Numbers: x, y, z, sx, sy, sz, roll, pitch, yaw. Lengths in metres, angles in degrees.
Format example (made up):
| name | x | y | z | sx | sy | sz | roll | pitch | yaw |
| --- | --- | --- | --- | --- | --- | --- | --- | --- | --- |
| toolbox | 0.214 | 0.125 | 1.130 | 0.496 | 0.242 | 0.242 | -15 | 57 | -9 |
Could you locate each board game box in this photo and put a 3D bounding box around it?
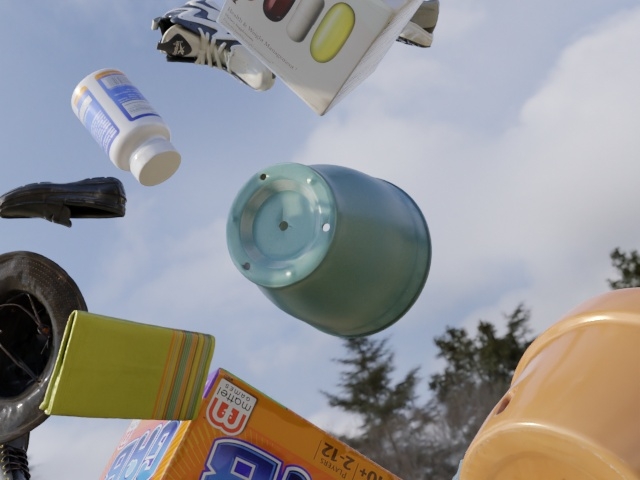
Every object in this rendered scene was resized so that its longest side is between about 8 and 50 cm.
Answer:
| name | x | y | z | sx | sy | sz | roll | pitch | yaw |
| --- | --- | --- | --- | --- | --- | --- | --- | --- | --- |
| board game box | -0.131 | 0.443 | 1.092 | 0.357 | 0.356 | 0.356 | 35 | -34 | -14 |

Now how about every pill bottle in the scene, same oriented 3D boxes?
| name | x | y | z | sx | sy | sz | roll | pitch | yaw |
| --- | --- | --- | --- | --- | --- | --- | --- | --- | --- |
| pill bottle | -0.440 | -0.255 | 1.875 | 0.152 | 0.272 | 0.152 | -34 | -21 | -15 |

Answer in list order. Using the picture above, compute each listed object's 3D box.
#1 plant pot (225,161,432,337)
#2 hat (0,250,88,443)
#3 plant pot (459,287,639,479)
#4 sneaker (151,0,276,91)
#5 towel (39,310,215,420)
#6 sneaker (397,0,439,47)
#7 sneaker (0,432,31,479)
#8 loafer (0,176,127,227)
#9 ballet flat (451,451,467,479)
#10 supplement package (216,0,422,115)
| name | x | y | z | sx | sy | sz | roll | pitch | yaw |
| --- | --- | --- | --- | --- | --- | --- | --- | --- | --- |
| plant pot | 0.000 | 0.000 | 1.242 | 0.272 | 0.271 | 0.255 | -30 | -24 | 18 |
| hat | -0.524 | 0.188 | 1.453 | 0.331 | 0.331 | 0.134 | -26 | -15 | 10 |
| plant pot | 0.258 | 0.208 | 0.706 | 0.204 | 0.290 | 0.291 | -21 | -21 | -40 |
| sneaker | -0.195 | -0.322 | 1.386 | 0.153 | 0.235 | 0.094 | -25 | -24 | -39 |
| towel | -0.191 | 0.136 | 0.858 | 0.021 | 0.102 | 0.237 | 9 | -8 | 28 |
| sneaker | 0.098 | -0.453 | 1.541 | 0.272 | 0.100 | 0.108 | 17 | -79 | -13 |
| sneaker | -0.534 | 0.384 | 1.428 | 0.118 | 0.222 | 0.083 | -17 | -34 | 39 |
| loafer | -0.456 | -0.061 | 1.442 | 0.223 | 0.078 | 0.076 | -8 | -20 | -14 |
| ballet flat | 0.191 | 0.388 | 0.979 | 0.409 | 0.147 | 0.147 | -41 | -6 | -45 |
| supplement package | 0.010 | -0.312 | 1.039 | 0.149 | 0.194 | 0.203 | -47 | -2 | -39 |
